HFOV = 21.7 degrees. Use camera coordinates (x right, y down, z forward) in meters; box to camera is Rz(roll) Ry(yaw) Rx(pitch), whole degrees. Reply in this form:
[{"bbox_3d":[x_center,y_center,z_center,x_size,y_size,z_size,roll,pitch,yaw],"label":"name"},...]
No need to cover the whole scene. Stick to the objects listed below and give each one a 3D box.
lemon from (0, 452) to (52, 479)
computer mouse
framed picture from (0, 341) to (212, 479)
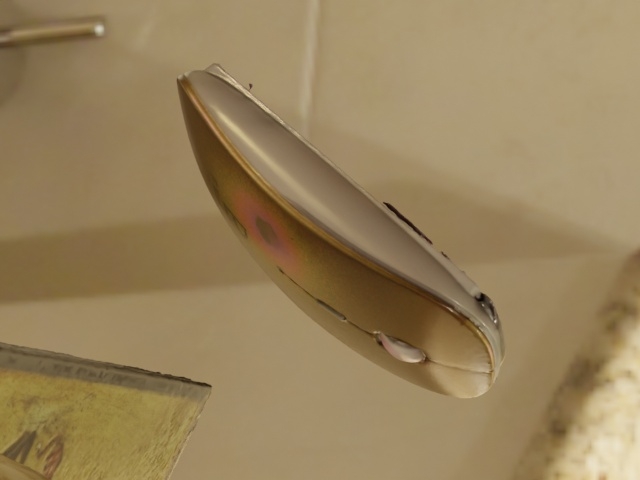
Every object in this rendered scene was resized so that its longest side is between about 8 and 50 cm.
[{"bbox_3d":[-0.211,0.189,0.346,0.364,0.364,0.364,2,87,-58],"label":"lemon"},{"bbox_3d":[0.000,0.000,1.166,0.072,0.310,0.158,-42,156,-16],"label":"computer mouse"},{"bbox_3d":[-0.171,0.207,0.758,0.339,0.014,0.255,-63,159,0],"label":"framed picture"}]
